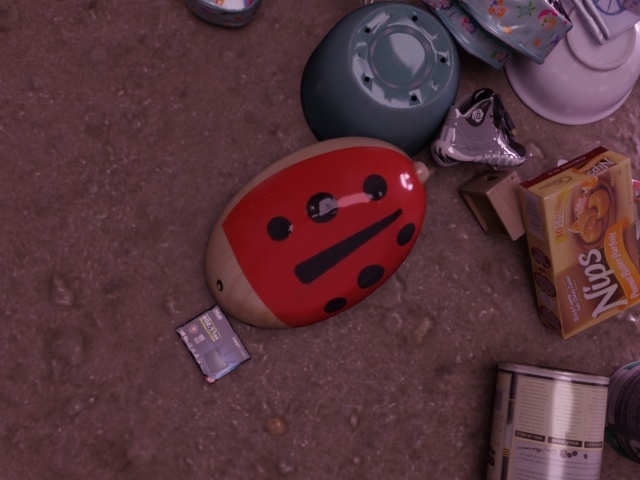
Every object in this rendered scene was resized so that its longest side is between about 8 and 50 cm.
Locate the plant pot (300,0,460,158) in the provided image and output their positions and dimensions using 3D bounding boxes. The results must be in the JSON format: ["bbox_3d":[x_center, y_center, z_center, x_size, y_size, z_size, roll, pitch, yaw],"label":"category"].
[{"bbox_3d":[0.119,-0.297,1.355,0.292,0.235,0.293,1,86,-7],"label":"plant pot"}]

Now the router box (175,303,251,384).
[{"bbox_3d":[-0.197,0.191,1.372,0.092,0.038,0.123,-32,90,-10],"label":"router box"}]

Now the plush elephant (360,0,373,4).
[{"bbox_3d":[0.146,-0.618,1.377,0.255,0.272,0.330,-17,86,-17],"label":"plush elephant"}]

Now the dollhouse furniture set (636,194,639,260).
[{"bbox_3d":[0.694,-0.143,1.433,0.198,0.286,0.304,17,55,-11],"label":"dollhouse furniture set"}]

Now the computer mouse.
[{"bbox_3d":[0.294,-0.207,1.470,0.192,0.042,0.106,-27,94,-14],"label":"computer mouse"}]

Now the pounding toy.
[{"bbox_3d":[0.344,-0.087,1.431,0.100,0.141,0.130,-35,105,-9],"label":"pounding toy"}]

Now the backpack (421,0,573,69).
[{"bbox_3d":[0.327,-0.428,1.365,0.191,0.225,0.253,-54,50,20],"label":"backpack"}]

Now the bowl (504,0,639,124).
[{"bbox_3d":[0.524,-0.387,1.468,0.297,0.134,0.298,1,86,-8],"label":"bowl"}]

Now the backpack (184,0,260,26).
[{"bbox_3d":[-0.173,-0.504,1.381,0.165,0.144,0.189,20,86,-11],"label":"backpack"}]

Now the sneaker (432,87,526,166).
[{"bbox_3d":[0.311,-0.208,1.356,0.228,0.086,0.132,-3,113,-39],"label":"sneaker"}]

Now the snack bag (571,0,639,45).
[{"bbox_3d":[0.560,-0.588,1.406,0.323,0.037,0.343,-34,90,-9],"label":"snack bag"}]

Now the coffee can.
[{"bbox_3d":[0.410,0.371,1.355,0.201,0.201,0.276,9,84,-7],"label":"coffee can"}]

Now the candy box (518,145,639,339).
[{"bbox_3d":[0.486,0.009,1.380,0.182,0.087,0.317,-23,120,-10],"label":"candy box"}]

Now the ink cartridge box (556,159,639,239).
[{"bbox_3d":[0.538,-0.079,1.477,0.198,0.067,0.115,16,84,-7],"label":"ink cartridge box"}]

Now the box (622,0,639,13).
[{"bbox_3d":[0.746,-0.476,1.354,0.321,0.058,0.233,23,82,2],"label":"box"}]

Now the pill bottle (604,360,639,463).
[{"bbox_3d":[0.667,0.327,1.313,0.204,0.361,0.204,1,85,-7],"label":"pill bottle"}]

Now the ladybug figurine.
[{"bbox_3d":[0.000,0.000,1.300,0.449,0.162,0.305,-36,112,6],"label":"ladybug figurine"}]
